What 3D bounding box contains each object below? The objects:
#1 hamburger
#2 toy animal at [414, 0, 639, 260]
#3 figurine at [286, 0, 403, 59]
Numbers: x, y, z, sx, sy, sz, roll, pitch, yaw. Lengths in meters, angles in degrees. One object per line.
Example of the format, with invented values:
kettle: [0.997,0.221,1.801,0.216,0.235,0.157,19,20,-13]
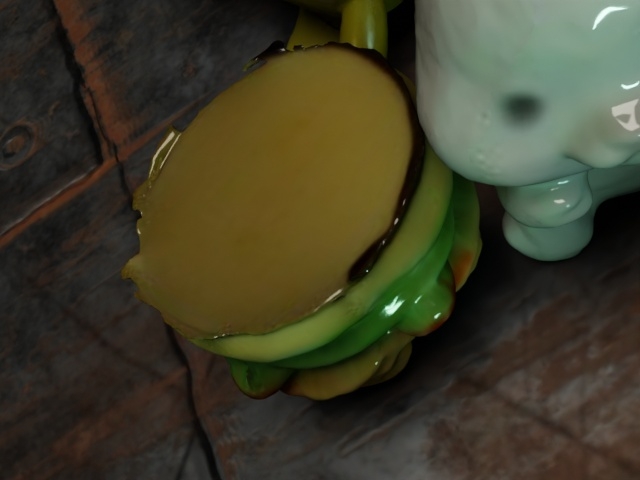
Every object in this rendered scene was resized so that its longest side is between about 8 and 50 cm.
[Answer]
hamburger: [0.000,0.000,0.611,0.237,0.149,0.237,-17,53,24]
toy animal: [0.132,-0.141,0.493,0.196,0.368,0.241,-23,71,18]
figurine: [-0.016,-0.251,0.730,0.327,0.169,0.218,38,102,36]
